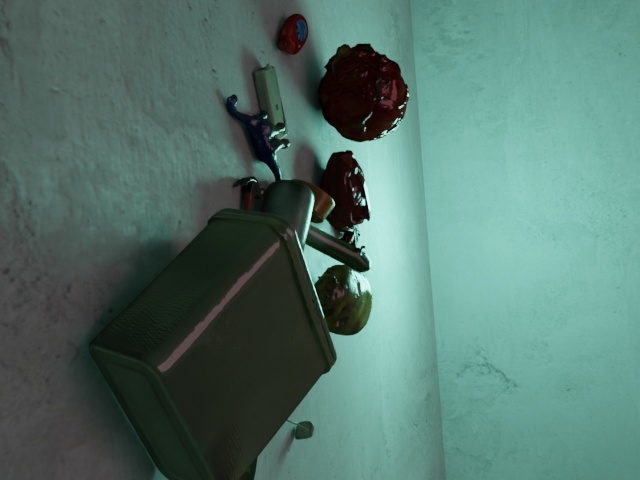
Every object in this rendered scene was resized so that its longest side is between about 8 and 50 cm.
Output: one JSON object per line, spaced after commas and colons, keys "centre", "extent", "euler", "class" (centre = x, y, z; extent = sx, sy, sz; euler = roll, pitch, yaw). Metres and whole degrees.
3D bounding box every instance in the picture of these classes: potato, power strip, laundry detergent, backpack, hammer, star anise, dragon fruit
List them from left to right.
{"centre": [-0.165, -0.007, 1.586], "extent": [0.111, 0.033, 0.288], "euler": [50, 40, -61], "class": "hammer"}
{"centre": [-0.120, -0.332, 1.782], "extent": [0.081, 0.035, 0.192], "euler": [-53, 136, -63], "class": "power strip"}
{"centre": [-0.078, -0.534, 1.931], "extent": [0.165, 0.049, 0.097], "euler": [-63, 148, -52], "class": "laundry detergent"}
{"centre": [0.000, 0.000, 1.736], "extent": [0.335, 0.119, 0.207], "euler": [26, 61, -31], "class": "hammer"}
{"centre": [0.053, 0.162, 2.026], "extent": [0.296, 0.141, 0.192], "euler": [36, 69, -67], "class": "potato"}
{"centre": [0.075, -0.159, 2.149], "extent": [0.229, 0.138, 0.229], "euler": [-2, 90, -73], "class": "backpack"}
{"centre": [0.089, -0.033, 2.293], "extent": [0.168, 0.057, 0.168], "euler": [-5, 90, -72], "class": "star anise"}
{"centre": [0.127, -0.429, 2.174], "extent": [0.342, 0.277, 0.278], "euler": [52, 38, -50], "class": "dragon fruit"}

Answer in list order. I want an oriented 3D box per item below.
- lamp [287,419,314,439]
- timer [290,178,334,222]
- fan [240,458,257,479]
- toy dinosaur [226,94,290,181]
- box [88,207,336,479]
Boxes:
{"centre": [-0.084, 0.431, 1.748], "extent": [0.198, 0.056, 0.050], "euler": [44, 45, -47], "class": "lamp"}
{"centre": [-0.054, -0.056, 1.829], "extent": [0.152, 0.132, 0.132], "euler": [-63, 151, -16], "class": "timer"}
{"centre": [-0.181, 0.438, 1.481], "extent": [0.294, 0.012, 0.223], "euler": [-17, 104, -71], "class": "fan"}
{"centre": [-0.146, -0.216, 1.675], "extent": [0.188, 0.075, 0.248], "euler": [-30, 120, -59], "class": "toy dinosaur"}
{"centre": [-0.161, 0.186, 1.221], "extent": [0.344, 0.177, 0.352], "euler": [-48, 135, -38], "class": "box"}
